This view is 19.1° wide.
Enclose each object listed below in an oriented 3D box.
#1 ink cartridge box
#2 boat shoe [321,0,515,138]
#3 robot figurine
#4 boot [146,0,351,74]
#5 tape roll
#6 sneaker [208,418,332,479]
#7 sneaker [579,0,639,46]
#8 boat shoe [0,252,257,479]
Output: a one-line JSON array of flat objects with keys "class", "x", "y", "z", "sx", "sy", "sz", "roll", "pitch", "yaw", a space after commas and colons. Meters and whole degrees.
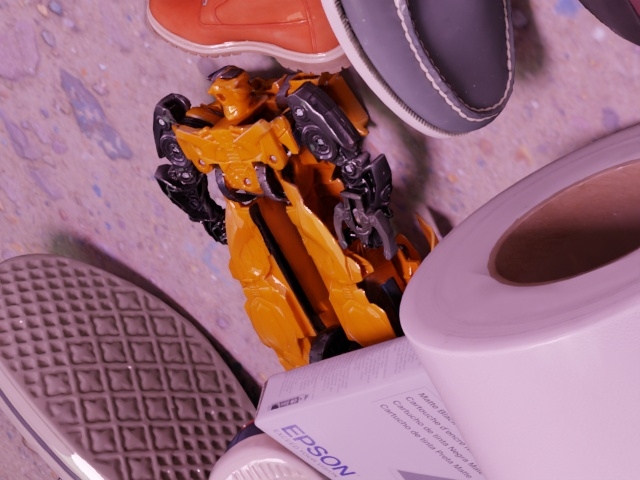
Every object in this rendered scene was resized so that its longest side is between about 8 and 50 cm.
[{"class": "ink cartridge box", "x": 0.109, "y": 0.138, "z": 1.266, "sx": 0.224, "sy": 0.045, "sz": 0.223, "roll": -22, "pitch": 131, "yaw": 41}, {"class": "boat shoe", "x": 0.058, "y": -0.198, "z": 1.047, "sx": 0.099, "sy": 0.116, "sz": 0.320, "roll": 8, "pitch": 124, "yaw": 45}, {"class": "robot figurine", "x": 0.000, "y": 0.000, "z": 1.314, "sx": 0.211, "sy": 0.085, "sz": 0.291, "roll": 0, "pitch": 124, "yaw": 44}, {"class": "boot", "x": -0.052, "y": -0.161, "z": 1.226, "sx": 0.157, "sy": 0.059, "sz": 0.085, "roll": 10, "pitch": 147, "yaw": 29}, {"class": "tape roll", "x": 0.187, "y": 0.057, "z": 1.047, "sx": 0.246, "sy": 0.246, "sz": 0.169, "roll": -8, "pitch": 118, "yaw": 48}, {"class": "sneaker", "x": 0.052, "y": 0.266, "z": 1.415, "sx": 0.131, "sy": 0.148, "sz": 0.350, "roll": -31, "pitch": 101, "yaw": 13}, {"class": "sneaker", "x": 0.217, "y": -0.165, "z": 0.952, "sx": 0.281, "sy": 0.106, "sz": 0.162, "roll": 13, "pitch": 146, "yaw": 39}, {"class": "boat shoe", "x": -0.100, "y": 0.213, "z": 1.535, "sx": 0.500, "sy": 0.187, "sz": 0.156, "roll": 42, "pitch": 138, "yaw": -2}]
